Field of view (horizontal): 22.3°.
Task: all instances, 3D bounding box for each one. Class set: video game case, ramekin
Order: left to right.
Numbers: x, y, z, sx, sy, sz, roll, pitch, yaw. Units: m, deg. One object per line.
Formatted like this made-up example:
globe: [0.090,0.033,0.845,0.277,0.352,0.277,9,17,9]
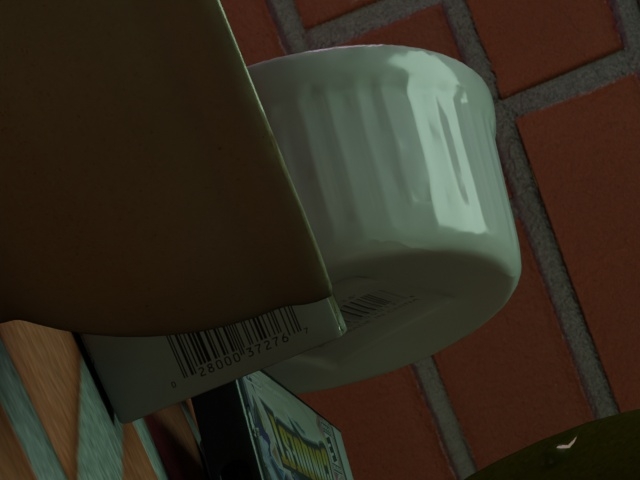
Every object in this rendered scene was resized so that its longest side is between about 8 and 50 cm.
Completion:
ramekin: [0.000,0.000,1.087,0.277,0.277,0.135,72,3,-67]
video game case: [0.001,0.208,0.960,0.275,0.035,0.248,51,21,-69]

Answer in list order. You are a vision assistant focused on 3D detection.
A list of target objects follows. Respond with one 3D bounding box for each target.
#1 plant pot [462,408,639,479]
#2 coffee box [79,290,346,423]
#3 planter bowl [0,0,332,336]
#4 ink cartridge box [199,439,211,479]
plant pot: [0.147,0.257,0.527,0.353,0.366,0.366,56,1,-15]
coffee box: [-0.101,-0.087,0.781,0.168,0.119,0.297,-116,-176,-76]
planter bowl: [-0.076,-0.036,0.503,0.162,0.109,0.162,157,-90,-87]
ink cartridge box: [-0.011,0.245,1.061,0.225,0.056,0.181,-119,-174,-63]
